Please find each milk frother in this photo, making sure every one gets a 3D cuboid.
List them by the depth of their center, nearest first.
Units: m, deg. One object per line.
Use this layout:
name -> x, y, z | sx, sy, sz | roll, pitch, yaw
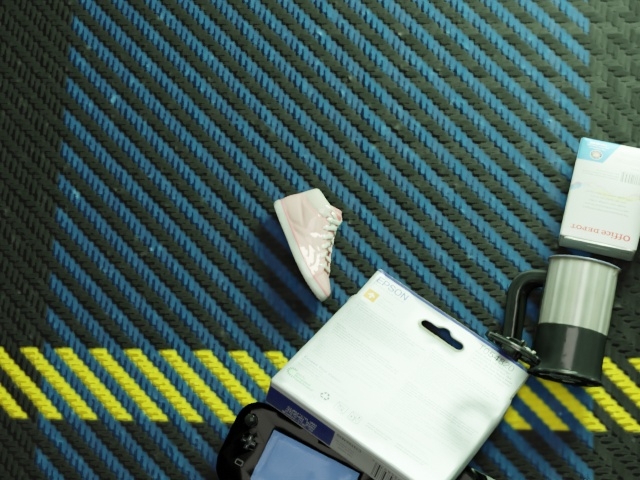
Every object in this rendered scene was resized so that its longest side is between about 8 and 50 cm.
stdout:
milk frother -> 0.255, 0.081, 1.632 | 0.129, 0.143, 0.134 | 8, 78, 15

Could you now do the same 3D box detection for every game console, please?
game console -> 0.047, 0.311, 1.645 | 0.361, 0.044, 0.213 | 26, 79, 12

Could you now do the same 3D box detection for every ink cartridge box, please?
ink cartridge box -> 0.089, 0.164, 1.655 | 0.223, 0.045, 0.224 | 35, 50, 14
ink cartridge box -> 0.329, -0.046, 1.705 | 0.088, 0.052, 0.122 | 13, 76, 9

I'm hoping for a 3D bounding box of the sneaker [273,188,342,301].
sneaker -> 0.000, 0.000, 1.727 | 0.070, 0.051, 0.134 | -24, 70, 5
